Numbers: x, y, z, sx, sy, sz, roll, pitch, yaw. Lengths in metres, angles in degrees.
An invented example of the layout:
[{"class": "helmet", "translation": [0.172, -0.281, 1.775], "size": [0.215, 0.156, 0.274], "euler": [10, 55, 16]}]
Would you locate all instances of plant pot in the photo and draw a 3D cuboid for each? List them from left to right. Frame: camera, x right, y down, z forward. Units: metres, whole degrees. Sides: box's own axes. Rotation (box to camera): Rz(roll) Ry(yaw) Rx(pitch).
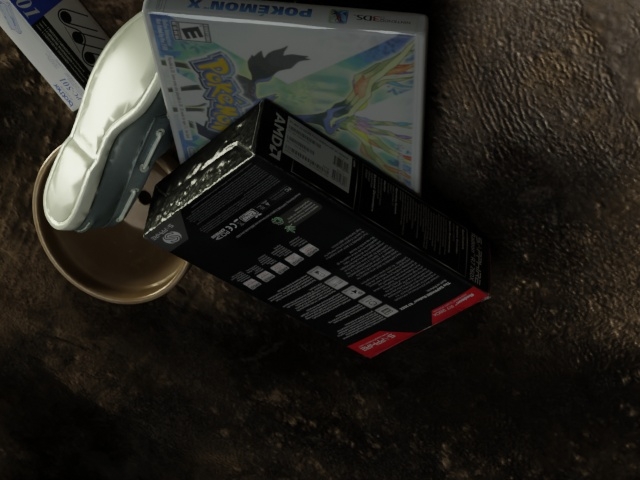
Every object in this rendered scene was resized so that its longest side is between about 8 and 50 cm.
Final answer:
[{"class": "plant pot", "translation": [-0.258, -0.042, 1.613], "size": [0.237, 0.110, 0.237], "euler": [6, 111, 16]}]

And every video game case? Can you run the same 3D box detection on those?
[{"class": "video game case", "translation": [-0.030, -0.147, 1.368], "size": [0.300, 0.036, 0.329], "euler": [6, 148, 7]}]

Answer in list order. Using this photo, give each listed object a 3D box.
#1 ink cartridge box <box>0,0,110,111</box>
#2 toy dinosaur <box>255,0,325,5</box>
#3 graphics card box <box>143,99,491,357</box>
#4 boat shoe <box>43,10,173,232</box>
[{"class": "ink cartridge box", "translation": [-0.341, -0.272, 1.500], "size": [0.046, 0.097, 0.207], "euler": [-25, 111, 40]}, {"class": "toy dinosaur", "translation": [-0.059, -0.294, 1.332], "size": [0.322, 0.164, 0.218], "euler": [9, 147, -2]}, {"class": "graphics card box", "translation": [0.000, 0.000, 1.460], "size": [0.371, 0.094, 0.233], "euler": [29, 140, -28]}, {"class": "boat shoe", "translation": [-0.231, -0.145, 1.469], "size": [0.116, 0.099, 0.319], "euler": [48, 115, 37]}]
